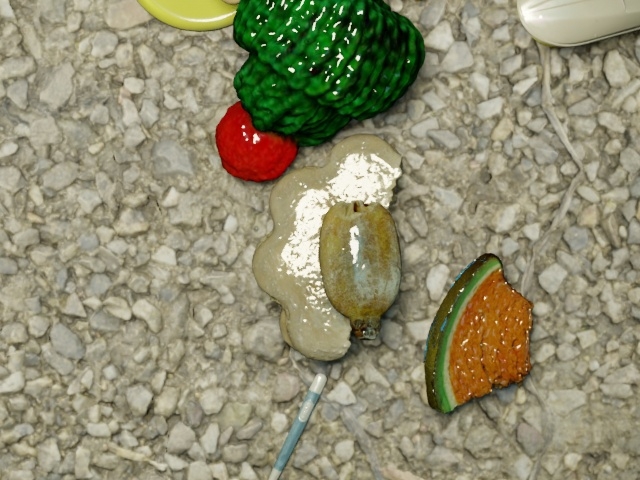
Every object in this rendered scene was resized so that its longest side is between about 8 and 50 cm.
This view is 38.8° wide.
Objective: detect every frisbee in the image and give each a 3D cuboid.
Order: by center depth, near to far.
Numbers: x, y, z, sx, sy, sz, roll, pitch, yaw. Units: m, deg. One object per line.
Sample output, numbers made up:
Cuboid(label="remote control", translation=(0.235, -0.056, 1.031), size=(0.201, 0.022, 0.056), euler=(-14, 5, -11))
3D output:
Cuboid(label="frisbee", translation=(-0.182, -0.430, 1.359), size=(0.236, 0.017, 0.236), euler=(0, 91, -2))

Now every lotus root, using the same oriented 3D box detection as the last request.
Cuboid(label="lotus root", translation=(0.056, 0.040, 1.234), size=(0.113, 0.088, 0.192), euler=(-4, 87, -7))

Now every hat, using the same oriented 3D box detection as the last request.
Cuboid(label="hat", translation=(-0.029, -0.210, 1.257), size=(0.274, 0.242, 0.332), euler=(20, 116, -39))

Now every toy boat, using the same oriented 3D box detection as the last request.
Cuboid(label="toy boat", translation=(0.402, -0.357, 1.316), size=(0.269, 0.141, 0.140), euler=(-17, 91, -2))

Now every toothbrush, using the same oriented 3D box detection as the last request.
Cuboid(label="toothbrush", translation=(-0.056, 0.326, 1.365), size=(0.019, 0.025, 0.275), euler=(26, 90, -1))

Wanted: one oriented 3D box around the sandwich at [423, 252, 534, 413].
Cuboid(label="sandwich", translation=(0.232, 0.134, 1.351), size=(0.159, 0.079, 0.235), euler=(2, 94, -12))

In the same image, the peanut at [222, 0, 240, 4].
Cuboid(label="peanut", translation=(-0.055, -0.435, 1.303), size=(0.257, 0.123, 0.123), euler=(-34, 91, -10))

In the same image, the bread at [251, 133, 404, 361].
Cuboid(label="bread", translation=(0.002, 0.001, 1.326), size=(0.183, 0.102, 0.337), euler=(16, 89, -2))
